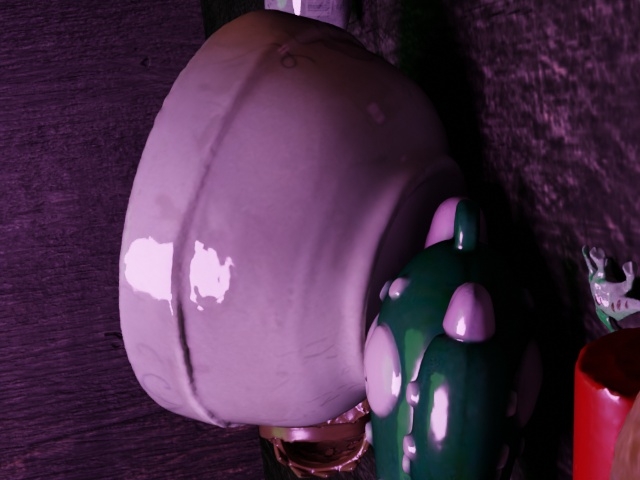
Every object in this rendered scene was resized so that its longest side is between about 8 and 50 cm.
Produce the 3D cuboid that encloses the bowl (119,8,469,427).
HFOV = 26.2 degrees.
[{"bbox_3d":[0.000,0.000,0.986,0.307,0.163,0.307,-44,-37,-46],"label":"bowl"}]

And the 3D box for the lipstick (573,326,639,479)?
[{"bbox_3d":[0.156,0.176,0.670,0.073,0.073,0.279,-114,18,-61],"label":"lipstick"}]

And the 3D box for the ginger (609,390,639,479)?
[{"bbox_3d":[0.172,0.118,0.371,0.270,0.123,0.218,-141,40,-63],"label":"ginger"}]

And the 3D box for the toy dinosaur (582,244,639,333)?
[{"bbox_3d":[0.153,0.034,0.716,0.083,0.021,0.062,-102,2,-47],"label":"toy dinosaur"}]

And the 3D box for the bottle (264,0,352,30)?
[{"bbox_3d":[-0.007,-0.310,1.223,0.083,0.083,0.269,-118,28,-65],"label":"bottle"}]

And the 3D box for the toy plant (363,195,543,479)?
[{"bbox_3d":[0.082,0.091,0.875,0.232,0.113,0.243,-85,-1,-56],"label":"toy plant"}]

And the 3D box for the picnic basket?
[{"bbox_3d":[-0.002,0.188,1.472,0.178,0.128,0.137,-93,-5,-81],"label":"picnic basket"}]
